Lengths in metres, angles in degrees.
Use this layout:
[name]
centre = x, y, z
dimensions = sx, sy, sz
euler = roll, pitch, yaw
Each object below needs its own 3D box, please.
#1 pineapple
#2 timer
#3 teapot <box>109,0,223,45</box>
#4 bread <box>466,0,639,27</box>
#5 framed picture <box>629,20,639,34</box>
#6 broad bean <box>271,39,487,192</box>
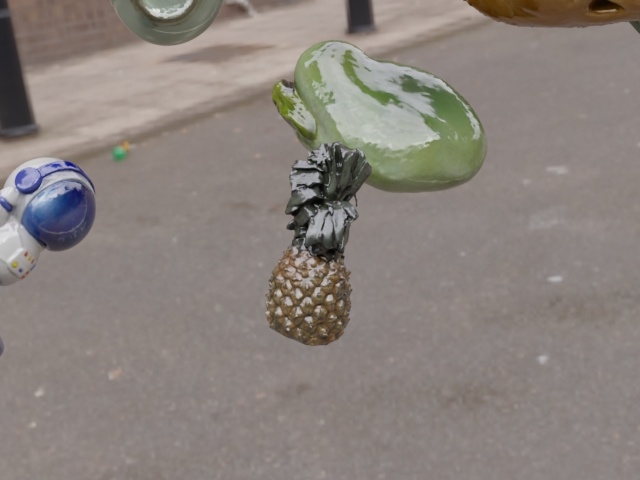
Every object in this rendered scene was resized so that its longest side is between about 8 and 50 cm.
[pineapple]
centre = 0.000, 0.000, 0.903
dimensions = 0.074, 0.159, 0.074
euler = 10, 8, -1
[timer]
centre = -0.482, 0.028, 1.609
dimensions = 0.383, 0.270, 0.270
euler = -42, 25, -8
[teapot]
centre = -0.248, -0.505, 2.023
dimensions = 0.220, 0.318, 0.149
euler = 35, 7, -12
[bread]
centre = 0.312, -0.311, 1.121
dimensions = 0.328, 0.148, 0.337
euler = -5, 29, 31
[framed picture]
centre = 0.573, -0.478, 1.779
dimensions = 0.326, 0.446, 0.028
euler = -26, 37, 39
[broad bean]
centre = 0.058, -0.123, 1.145
dimensions = 0.228, 0.100, 0.169
euler = 13, 45, 12
